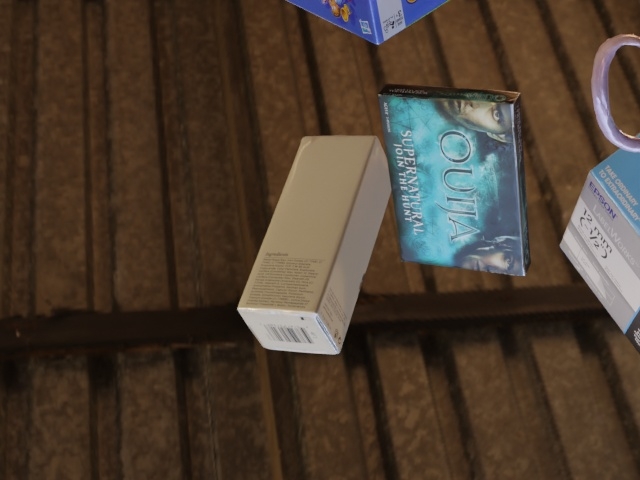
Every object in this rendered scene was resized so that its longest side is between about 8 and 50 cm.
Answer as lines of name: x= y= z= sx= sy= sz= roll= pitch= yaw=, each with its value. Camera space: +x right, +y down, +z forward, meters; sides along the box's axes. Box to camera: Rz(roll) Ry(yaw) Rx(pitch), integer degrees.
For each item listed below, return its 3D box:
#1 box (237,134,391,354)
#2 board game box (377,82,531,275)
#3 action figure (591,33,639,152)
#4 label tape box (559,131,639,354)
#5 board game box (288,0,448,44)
box: x=0.000 y=0.000 z=1.348 sx=0.113 sy=0.094 sz=0.275 roll=3 pitch=-126 yaw=26
board game box: x=0.125 y=-0.054 z=0.997 sx=0.126 sy=0.186 sz=0.026 roll=7 pitch=-141 yaw=25
action figure: x=0.485 y=-0.108 z=1.034 sx=0.370 sy=0.248 sz=0.276 roll=-25 pitch=-143 yaw=-19
label tape box: x=0.440 y=0.009 z=1.382 sx=0.115 sy=0.347 sz=0.249 roll=-29 pitch=-112 yaw=-8
board game box: x=0.022 y=-0.320 z=1.008 sx=0.233 sy=0.078 sz=0.347 roll=-34 pitch=-135 yaw=-21
